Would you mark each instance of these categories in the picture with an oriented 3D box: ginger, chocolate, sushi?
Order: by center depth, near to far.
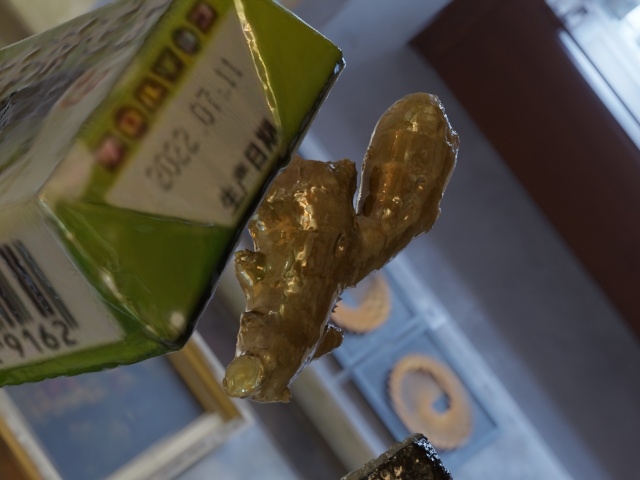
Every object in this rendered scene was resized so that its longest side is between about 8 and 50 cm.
[{"bbox_3d":[-0.170,-0.044,1.188,0.300,0.137,0.289,-13,36,41],"label":"chocolate"},{"bbox_3d":[0.055,0.247,1.602,0.150,0.078,0.090,-29,-4,-20],"label":"sushi"},{"bbox_3d":[0.003,0.003,1.865,0.363,0.348,0.122,1,-9,-36],"label":"ginger"}]
